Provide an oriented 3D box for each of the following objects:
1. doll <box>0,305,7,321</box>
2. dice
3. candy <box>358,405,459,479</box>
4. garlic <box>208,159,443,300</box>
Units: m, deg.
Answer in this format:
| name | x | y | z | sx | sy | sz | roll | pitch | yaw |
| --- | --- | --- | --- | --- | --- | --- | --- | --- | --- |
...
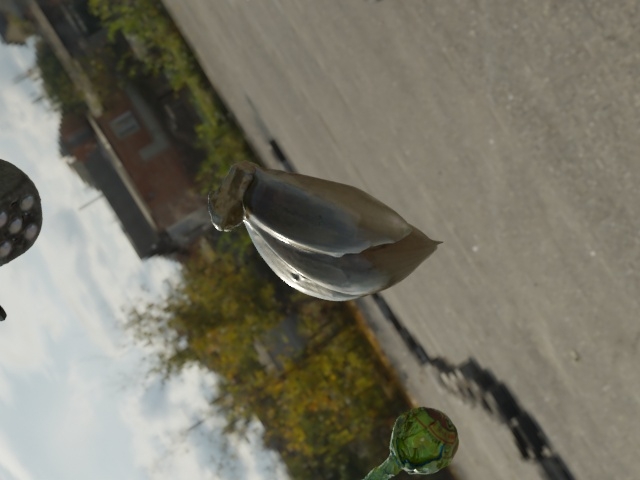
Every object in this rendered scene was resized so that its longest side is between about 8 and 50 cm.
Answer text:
| name | x | y | z | sx | sy | sz | roll | pitch | yaw |
| --- | --- | --- | --- | --- | --- | --- | --- | --- | --- |
| doll | -0.496 | 0.046 | 1.530 | 0.219 | 0.091 | 0.067 | 77 | -159 | -46 |
| dice | -0.716 | -0.061 | 2.411 | 0.182 | 0.183 | 0.181 | 22 | 131 | 24 |
| candy | 0.058 | 0.295 | 1.361 | 0.077 | 0.262 | 0.073 | 53 | -164 | 17 |
| garlic | 0.001 | -0.001 | 1.637 | 0.325 | 0.132 | 0.279 | 24 | 168 | 5 |
